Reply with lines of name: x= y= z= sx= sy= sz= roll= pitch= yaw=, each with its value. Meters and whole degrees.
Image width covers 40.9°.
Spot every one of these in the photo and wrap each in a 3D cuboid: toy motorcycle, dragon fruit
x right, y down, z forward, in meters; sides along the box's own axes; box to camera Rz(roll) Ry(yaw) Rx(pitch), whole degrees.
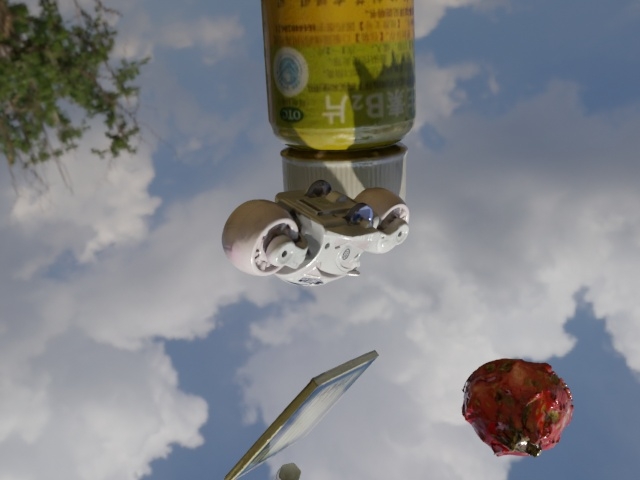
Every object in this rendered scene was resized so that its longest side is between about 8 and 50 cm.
toy motorcycle: x=0.000 y=0.000 z=0.885 sx=0.112 sy=0.112 sz=0.254 roll=14 pitch=-164 yaw=40
dragon fruit: x=0.249 y=0.241 z=1.123 sx=0.153 sy=0.153 sz=0.111 roll=-1 pitch=-151 yaw=21

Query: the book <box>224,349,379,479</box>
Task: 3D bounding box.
book: x=-0.022 y=0.289 z=1.449 sx=0.018 sy=0.228 sz=0.322 roll=44 pitch=-166 yaw=14

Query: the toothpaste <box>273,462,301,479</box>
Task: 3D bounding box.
toothpaste: x=-0.063 y=0.443 z=1.559 sx=0.043 sy=0.194 sz=0.067 roll=-23 pitch=-110 yaw=-17

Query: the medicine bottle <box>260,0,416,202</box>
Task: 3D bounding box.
medicine bottle: x=0.030 y=-0.214 z=1.279 sx=0.224 sy=0.384 sz=0.224 roll=-2 pitch=-164 yaw=1
